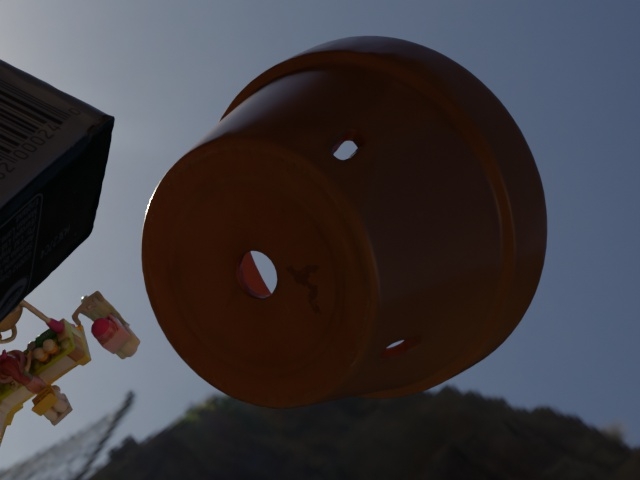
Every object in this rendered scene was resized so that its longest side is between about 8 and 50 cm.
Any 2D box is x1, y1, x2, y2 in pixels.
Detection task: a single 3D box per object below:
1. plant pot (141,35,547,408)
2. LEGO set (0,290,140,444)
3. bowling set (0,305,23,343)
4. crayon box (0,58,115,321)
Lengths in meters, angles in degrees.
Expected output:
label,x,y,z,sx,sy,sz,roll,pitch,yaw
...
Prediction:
label,x,y,z,sx,sy,sz,roll,pitch,yaw
plant pot,0.000,0.000,1.101,0.291,0.203,0.291,9,-72,29
LEGO set,-0.300,0.147,1.286,0.132,0.287,0.107,34,-8,46
bowling set,-0.391,0.048,1.431,0.200,0.154,0.287,26,-73,55
crayon box,-0.275,-0.047,0.599,0.318,0.202,0.081,28,-47,11
